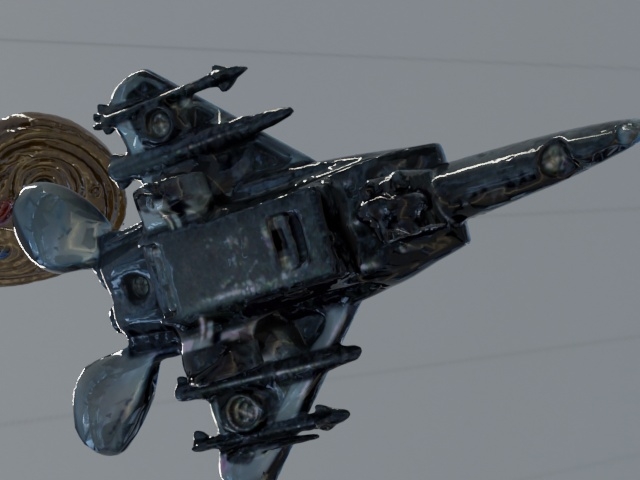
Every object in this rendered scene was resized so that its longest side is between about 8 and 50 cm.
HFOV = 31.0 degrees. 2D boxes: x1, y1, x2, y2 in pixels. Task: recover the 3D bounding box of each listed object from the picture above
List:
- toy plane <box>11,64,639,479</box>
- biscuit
[{"bbox_3d":[-0.004,0.001,0.415,0.078,0.246,0.169,-14,-93,-54],"label":"toy plane"},{"bbox_3d":[-0.192,-0.025,0.640,0.175,0.026,0.124,17,-56,-35],"label":"biscuit"}]
